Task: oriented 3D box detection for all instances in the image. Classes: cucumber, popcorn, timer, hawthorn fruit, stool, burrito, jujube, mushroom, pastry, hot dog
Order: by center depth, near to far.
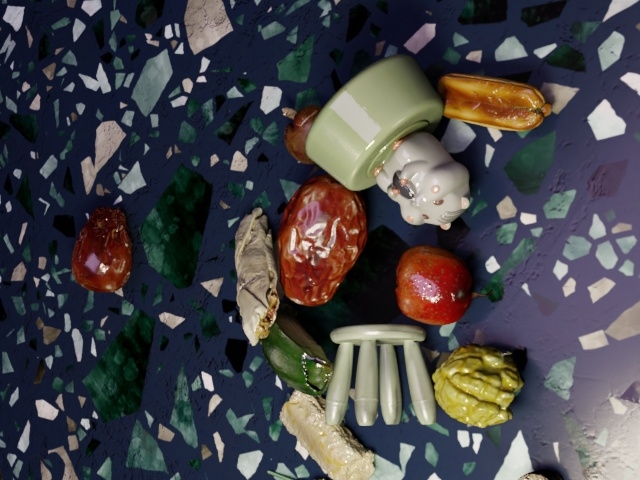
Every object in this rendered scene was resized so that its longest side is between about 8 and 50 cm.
[{"bbox_3d":[0.306,0.274,1.545,0.173,0.173,0.142,-5,106,34],"label":"popcorn"},{"bbox_3d":[0.244,0.092,1.608,0.193,0.157,0.157,9,92,16],"label":"hawthorn fruit"},{"bbox_3d":[0.339,-0.277,1.609,0.249,0.068,0.100,21,120,38],"label":"hot dog"},{"bbox_3d":[0.170,-0.161,1.611,0.291,0.290,0.315,-46,73,23],"label":"timer"},{"bbox_3d":[0.121,0.274,1.631,0.195,0.195,0.199,154,116,-61],"label":"stool"},{"bbox_3d":[-0.066,0.242,1.732,0.325,0.105,0.145,-144,67,-67],"label":"cucumber"},{"bbox_3d":[0.000,0.000,1.753,0.197,0.197,0.290,30,116,32],"label":"jujube"},{"bbox_3d":[0.011,0.432,1.775,0.258,0.089,0.121,50,125,30],"label":"pastry"},{"bbox_3d":[-0.143,0.067,1.819,0.117,0.076,0.392,-49,30,26],"label":"burrito"},{"bbox_3d":[-0.029,-0.251,1.854,0.170,0.080,0.135,43,100,26],"label":"mushroom"},{"bbox_3d":[-0.579,0.023,2.176,0.168,0.168,0.237,-9,65,34],"label":"jujube"}]

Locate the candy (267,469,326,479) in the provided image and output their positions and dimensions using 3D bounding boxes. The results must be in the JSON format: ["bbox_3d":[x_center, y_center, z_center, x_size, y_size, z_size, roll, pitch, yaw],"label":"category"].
[{"bbox_3d":[-0.052,0.551,1.834,0.193,0.062,0.058,8,136,43],"label":"candy"}]

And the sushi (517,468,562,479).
[{"bbox_3d":[0.403,0.504,1.501,0.090,0.078,0.151,5,90,35],"label":"sushi"}]
